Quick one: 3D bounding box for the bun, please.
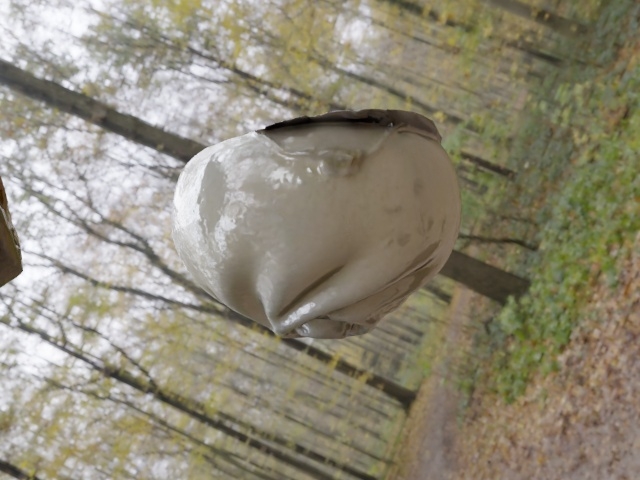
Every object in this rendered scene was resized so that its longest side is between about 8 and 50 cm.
[{"bbox_3d":[0.000,0.000,0.502,0.173,0.173,0.119,44,-142,-82],"label":"bun"}]

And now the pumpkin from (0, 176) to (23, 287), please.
[{"bbox_3d":[-0.237,-0.083,0.439,0.126,0.131,0.248,71,180,-66],"label":"pumpkin"}]
